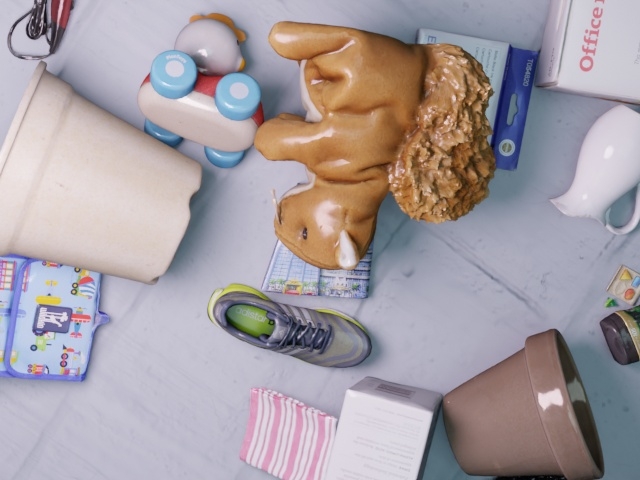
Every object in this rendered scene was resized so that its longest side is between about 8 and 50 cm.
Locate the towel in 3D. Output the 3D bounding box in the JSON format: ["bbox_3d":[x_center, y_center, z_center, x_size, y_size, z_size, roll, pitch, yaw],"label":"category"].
[{"bbox_3d":[-0.060,0.351,1.778,0.197,0.029,0.144,15,99,39],"label":"towel"}]

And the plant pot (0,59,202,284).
[{"bbox_3d":[-0.372,-0.078,1.652,0.305,0.334,0.334,22,95,-16],"label":"plant pot"}]

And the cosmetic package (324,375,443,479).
[{"bbox_3d":[0.086,0.444,1.737,0.156,0.217,0.385,13,93,12],"label":"cosmetic package"}]

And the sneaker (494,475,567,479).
[{"bbox_3d":[0.353,0.504,1.851,0.283,0.107,0.124,-17,113,2],"label":"sneaker"}]

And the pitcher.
[{"bbox_3d":[0.524,-0.119,1.775,0.177,0.125,0.207,22,106,-25],"label":"pitcher"}]

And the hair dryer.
[{"bbox_3d":[-0.427,-0.454,1.723,0.293,0.080,0.224,-20,113,5],"label":"hair dryer"}]

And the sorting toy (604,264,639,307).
[{"bbox_3d":[0.552,0.093,1.843,0.062,0.012,0.083,29,94,-6],"label":"sorting toy"}]

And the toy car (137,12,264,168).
[{"bbox_3d":[-0.177,-0.285,1.703,0.210,0.219,0.238,19,67,-5],"label":"toy car"}]

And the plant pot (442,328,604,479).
[{"bbox_3d":[0.344,0.312,1.761,0.229,0.263,0.263,-21,97,17],"label":"plant pot"}]

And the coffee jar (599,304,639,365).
[{"bbox_3d":[0.601,0.150,1.819,0.184,0.079,0.096,-24,97,1],"label":"coffee jar"}]

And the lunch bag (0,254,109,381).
[{"bbox_3d":[-0.517,0.124,1.758,0.293,0.138,0.221,7,95,-16],"label":"lunch bag"}]

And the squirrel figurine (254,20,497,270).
[{"bbox_3d":[0.092,-0.130,1.625,0.396,0.281,0.371,5,92,2],"label":"squirrel figurine"}]

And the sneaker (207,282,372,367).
[{"bbox_3d":[-0.055,0.162,1.769,0.299,0.121,0.111,14,96,-4],"label":"sneaker"}]

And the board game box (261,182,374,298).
[{"bbox_3d":[0.000,0.000,1.785,0.194,0.060,0.194,5,97,-3],"label":"board game box"}]

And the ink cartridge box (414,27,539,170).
[{"bbox_3d":[0.260,-0.244,1.776,0.223,0.045,0.223,9,96,-4],"label":"ink cartridge box"}]

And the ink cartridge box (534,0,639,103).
[{"bbox_3d":[0.585,-0.368,1.719,0.384,0.160,0.279,9,96,-4],"label":"ink cartridge box"}]
